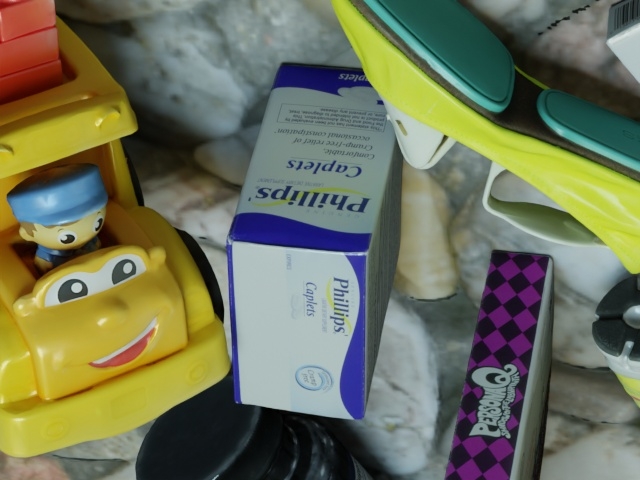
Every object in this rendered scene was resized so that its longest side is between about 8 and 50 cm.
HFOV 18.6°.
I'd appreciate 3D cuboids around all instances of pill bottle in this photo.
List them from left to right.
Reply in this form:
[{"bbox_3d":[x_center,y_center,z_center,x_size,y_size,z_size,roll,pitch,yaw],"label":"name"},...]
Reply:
[{"bbox_3d":[-0.014,0.187,1.216,0.123,0.123,0.219,-20,127,29],"label":"pill bottle"}]

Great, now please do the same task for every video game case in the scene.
[{"bbox_3d":[0.094,0.159,1.087,0.042,0.232,0.210,6,136,10],"label":"video game case"}]

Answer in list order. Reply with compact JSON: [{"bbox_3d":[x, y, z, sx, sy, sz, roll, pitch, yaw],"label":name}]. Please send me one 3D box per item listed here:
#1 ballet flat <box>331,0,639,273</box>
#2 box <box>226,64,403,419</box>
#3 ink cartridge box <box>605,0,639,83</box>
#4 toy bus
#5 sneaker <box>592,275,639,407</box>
[{"bbox_3d":[0.087,-0.055,0.970,0.231,0.077,0.077,30,123,-8],"label":"ballet flat"},{"bbox_3d":[0.000,0.000,1.017,0.072,0.137,0.126,6,135,7],"label":"box"},{"bbox_3d":[0.199,-0.082,0.968,0.063,0.029,0.115,-25,125,32],"label":"ink cartridge box"},{"bbox_3d":[-0.146,-0.037,0.960,0.149,0.220,0.211,-20,134,-25],"label":"toy bus"},{"bbox_3d":[0.259,0.065,1.072,0.209,0.081,0.094,3,142,20],"label":"sneaker"}]
